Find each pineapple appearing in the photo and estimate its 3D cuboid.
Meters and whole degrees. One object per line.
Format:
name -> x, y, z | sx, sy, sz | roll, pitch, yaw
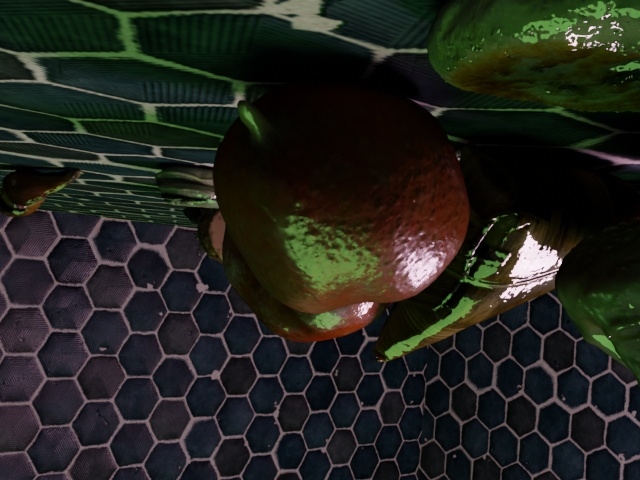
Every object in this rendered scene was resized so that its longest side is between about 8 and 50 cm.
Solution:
pineapple -> -0.199, -0.036, 1.715 | 0.170, 0.141, 0.310 | 30, 180, -15

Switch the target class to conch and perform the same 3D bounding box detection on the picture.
conch -> -0.528, -0.098, 1.507 | 0.232, 0.080, 0.086 | -25, -169, 45

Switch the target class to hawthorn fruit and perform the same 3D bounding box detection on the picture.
hawthorn fruit -> 0.013, 0.009, 0.999 | 0.262, 0.235, 0.231 | 13, -178, -31
hawthorn fruit -> 0.005, -0.046, 0.647 | 0.199, 0.200, 0.251 | 3, 164, 26

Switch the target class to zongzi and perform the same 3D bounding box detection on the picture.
zongzi -> 0.217, 0.038, 0.966 | 0.285, 0.288, 0.134 | 4, -143, -34

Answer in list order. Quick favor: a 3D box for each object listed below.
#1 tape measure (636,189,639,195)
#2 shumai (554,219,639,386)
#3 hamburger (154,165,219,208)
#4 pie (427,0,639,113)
tape measure -> 0.491, 0.009, 1.093 | 0.231, 0.149, 0.245 | 4, 178, 40
shumai -> 0.419, 0.101, 0.736 | 0.397, 0.324, 0.324 | -11, 171, -46
hamburger -> -0.193, -0.082, 1.321 | 0.140, 0.063, 0.133 | 3, 179, -14
pie -> 0.150, -0.103, 0.449 | 0.186, 0.041, 0.187 | 5, 176, 0
